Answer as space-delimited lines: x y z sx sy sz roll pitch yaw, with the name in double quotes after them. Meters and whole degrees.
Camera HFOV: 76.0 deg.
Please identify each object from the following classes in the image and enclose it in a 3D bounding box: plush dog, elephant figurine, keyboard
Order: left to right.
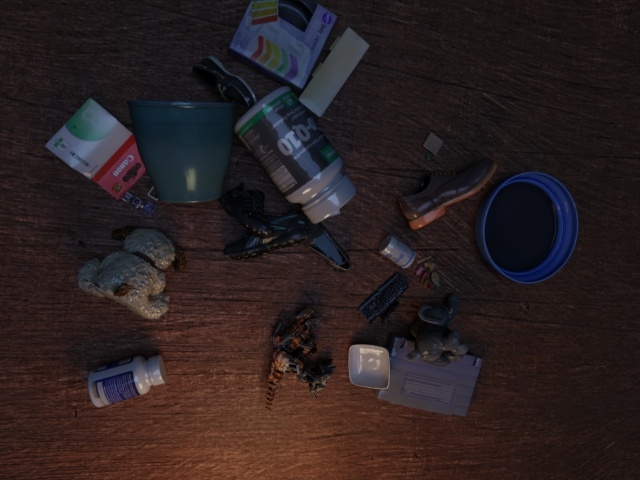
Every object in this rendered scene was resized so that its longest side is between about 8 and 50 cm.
-0.506 0.066 1.139 0.262 0.210 0.226 29 61 -15 "plush dog"
0.227 0.204 1.384 0.192 0.038 0.100 -42 102 -6 "keyboard"
0.377 0.283 1.364 0.186 0.240 0.169 30 125 -32 "elephant figurine"

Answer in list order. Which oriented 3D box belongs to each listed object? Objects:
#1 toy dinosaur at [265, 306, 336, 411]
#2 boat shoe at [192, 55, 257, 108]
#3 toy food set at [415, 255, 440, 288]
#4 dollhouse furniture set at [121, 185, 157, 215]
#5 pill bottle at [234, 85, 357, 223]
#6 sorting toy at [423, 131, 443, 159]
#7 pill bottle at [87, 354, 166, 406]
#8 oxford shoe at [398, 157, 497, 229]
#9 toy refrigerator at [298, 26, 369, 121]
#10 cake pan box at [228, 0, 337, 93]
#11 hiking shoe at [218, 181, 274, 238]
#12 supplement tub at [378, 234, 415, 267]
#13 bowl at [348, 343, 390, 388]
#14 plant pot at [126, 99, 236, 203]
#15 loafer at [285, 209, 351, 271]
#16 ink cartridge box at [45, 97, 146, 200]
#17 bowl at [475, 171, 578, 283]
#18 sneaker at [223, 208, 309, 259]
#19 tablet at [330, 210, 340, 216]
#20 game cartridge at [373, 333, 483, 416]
-0.075 0.378 1.294 0.218 0.164 0.322 30 105 1 "toy dinosaur"
-0.271 -0.435 1.157 0.068 0.081 0.227 -38 68 -25 "boat shoe"
0.368 0.115 1.422 0.077 0.019 0.122 -20 106 -11 "toy food set"
-0.497 -0.140 1.163 0.091 0.081 0.114 35 86 -13 "dollhouse furniture set"
-0.065 -0.241 1.197 0.204 0.204 0.361 -40 102 -8 "pill bottle"
0.376 -0.318 1.393 0.062 0.012 0.083 34 83 -18 "sorting toy"
-0.549 0.395 1.176 0.186 0.112 0.112 -13 97 -12 "pill bottle"
0.424 -0.187 1.359 0.363 0.130 0.133 -34 95 -9 "oxford shoe"
0.026 -0.501 1.251 0.094 0.102 0.270 35 86 -13 "toy refrigerator"
-0.109 -0.620 1.229 0.245 0.070 0.267 27 87 -16 "cake pan box"
-0.199 -0.096 1.186 0.227 0.086 0.114 38 79 29 "hiking shoe"
0.255 0.038 1.362 0.107 0.071 0.071 33 86 -13 "supplement tub"
0.166 0.408 1.354 0.141 0.053 0.142 0 93 24 "bowl"
-0.361 -0.242 1.107 0.271 0.272 0.256 -3 109 -13 "plant pot"
0.000 0.000 1.290 0.267 0.084 0.096 41 85 -13 "loafer"
-0.605 -0.251 1.146 0.224 0.056 0.181 41 85 -11 "ink cartridge box"
0.732 -0.045 1.466 0.390 0.077 0.392 -1 94 -13 "bowl"
-0.169 -0.013 1.242 0.267 0.101 0.106 -17 78 4 "sneaker"
0.019 -0.101 1.328 0.083 0.006 0.054 -18 98 -12 "tablet"
0.376 0.475 1.430 0.354 0.068 0.230 17 94 -14 "game cartridge"
